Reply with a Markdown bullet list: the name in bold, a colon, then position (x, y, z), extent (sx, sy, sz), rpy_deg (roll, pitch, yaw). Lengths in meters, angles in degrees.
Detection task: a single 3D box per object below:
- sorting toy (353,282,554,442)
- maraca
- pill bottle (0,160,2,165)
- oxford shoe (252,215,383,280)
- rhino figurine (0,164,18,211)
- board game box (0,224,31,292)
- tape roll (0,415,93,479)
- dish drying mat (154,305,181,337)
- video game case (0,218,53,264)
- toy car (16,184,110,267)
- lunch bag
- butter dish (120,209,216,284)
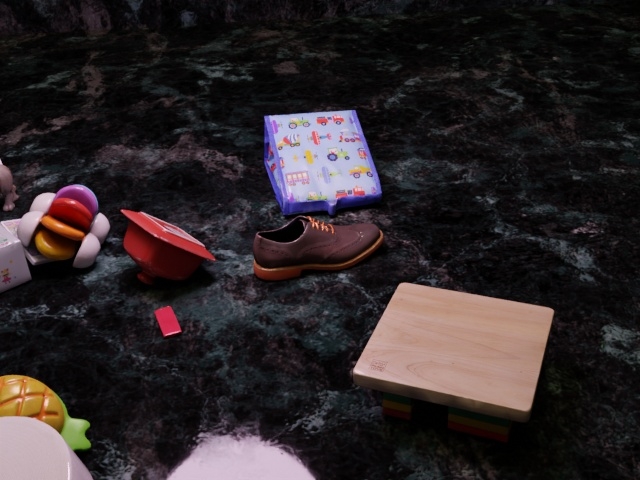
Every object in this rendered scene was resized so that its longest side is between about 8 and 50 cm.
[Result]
- **sorting toy**: position (0.213, 0.188, 1.288), extent (0.257, 0.089, 0.255), rpy_deg (9, 32, 19)
- **maraca**: position (-0.424, 0.266, 1.201), extent (0.186, 0.099, 0.127), rpy_deg (32, 44, 6)
- **pill bottle**: position (-0.833, -0.146, 1.898), extent (0.187, 0.112, 0.112), rpy_deg (-27, 39, -34)
- **oxford shoe**: position (0.000, 0.000, 1.608), extent (0.272, 0.098, 0.097), rpy_deg (-15, 33, -20)
- **rhino figurine**: position (-0.779, -0.093, 1.810), extent (0.073, 0.106, 0.243), rpy_deg (25, 40, 38)
- **board game box**: position (-0.744, 0.025, 1.623), extent (0.224, 0.097, 0.303), rpy_deg (-26, 37, -33)
- **tape roll**: position (-0.441, 0.368, 0.935), extent (0.392, 0.072, 0.392), rpy_deg (-18, 31, 11)
- **dish drying mat**: position (-0.272, 0.145, 1.472), extent (0.032, 0.008, 0.083), rpy_deg (-14, 34, -17)
- **video game case**: position (-0.574, 0.000, 1.661), extent (0.122, 0.011, 0.087), rpy_deg (44, 28, 19)
- **toy car**: position (-0.500, -0.045, 1.645), extent (0.159, 0.136, 0.182), rpy_deg (24, 28, -12)
- **lunch bag**: position (0.003, -0.162, 1.873), extent (0.221, 0.138, 0.293), rpy_deg (-6, 40, -11)
- **butter dish**: position (-0.309, 0.028, 1.577), extent (0.160, 0.118, 0.160), rpy_deg (29, 3, 44)
